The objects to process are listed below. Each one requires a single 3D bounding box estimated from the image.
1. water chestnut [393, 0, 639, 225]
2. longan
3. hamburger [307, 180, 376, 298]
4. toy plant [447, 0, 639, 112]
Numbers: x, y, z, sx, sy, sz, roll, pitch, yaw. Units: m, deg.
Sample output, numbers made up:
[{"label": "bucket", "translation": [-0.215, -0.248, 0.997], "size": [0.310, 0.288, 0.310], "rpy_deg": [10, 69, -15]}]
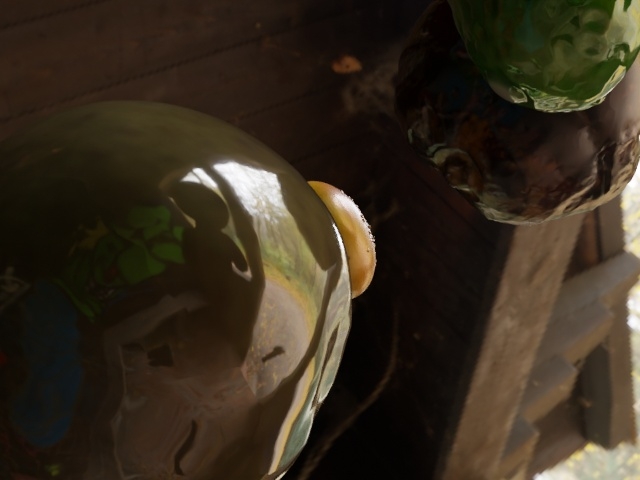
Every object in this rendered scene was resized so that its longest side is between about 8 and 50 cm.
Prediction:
[{"label": "water chestnut", "translation": [0.225, -0.160, 1.117], "size": [0.289, 0.289, 0.244], "rpy_deg": [-55, -17, 17]}, {"label": "longan", "translation": [-0.136, 0.061, 0.803], "size": [0.361, 0.361, 0.361], "rpy_deg": [-27, -37, -22]}, {"label": "hamburger", "translation": [0.000, 0.000, 1.792], "size": [0.170, 0.246, 0.246], "rpy_deg": [-22, -37, -9]}, {"label": "toy plant", "translation": [0.105, -0.206, 0.593], "size": [0.184, 0.316, 0.224], "rpy_deg": [-15, -37, 21]}]
